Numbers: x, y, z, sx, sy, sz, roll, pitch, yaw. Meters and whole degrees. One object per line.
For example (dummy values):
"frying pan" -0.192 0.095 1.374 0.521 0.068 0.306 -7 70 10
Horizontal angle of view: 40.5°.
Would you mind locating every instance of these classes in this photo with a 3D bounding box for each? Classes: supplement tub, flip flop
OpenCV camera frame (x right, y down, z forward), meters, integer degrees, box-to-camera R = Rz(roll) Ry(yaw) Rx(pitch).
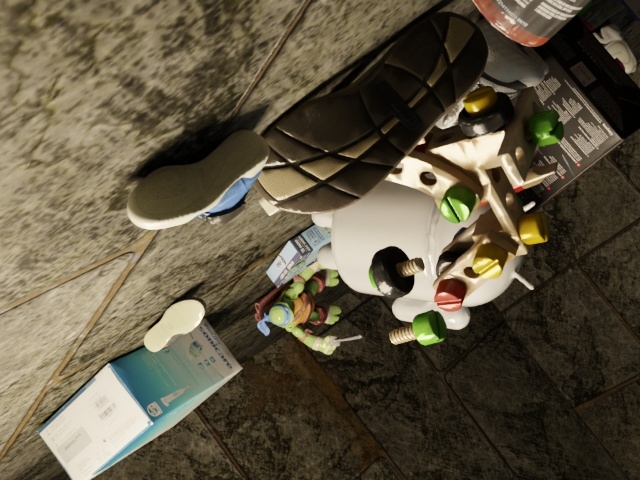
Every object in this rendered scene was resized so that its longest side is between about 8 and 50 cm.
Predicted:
"supplement tub" 0.226 -0.270 0.756 0.106 0.106 0.198 -28 169 -50
"flip flop" 0.050 -0.127 0.886 0.277 0.112 0.080 -42 -173 -6

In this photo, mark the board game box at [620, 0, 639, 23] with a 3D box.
"board game box" 0.659 -0.511 1.387 0.233 0.078 0.347 -30 170 -43

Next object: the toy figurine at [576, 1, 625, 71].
"toy figurine" 0.413 -0.271 1.401 0.173 0.159 0.130 -40 172 26

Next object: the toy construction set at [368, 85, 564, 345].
"toy construction set" 0.200 -0.065 0.995 0.237 0.257 0.309 -22 -178 36

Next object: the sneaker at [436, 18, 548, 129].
"sneaker" 0.201 -0.193 1.105 0.153 0.101 0.268 -43 173 22

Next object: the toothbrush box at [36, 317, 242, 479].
"toothbrush box" -0.308 0.277 1.529 0.216 0.126 0.295 -42 171 26

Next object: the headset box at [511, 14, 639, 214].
"headset box" 0.325 -0.179 1.328 0.110 0.218 0.293 -32 170 -34

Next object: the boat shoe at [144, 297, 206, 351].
"boat shoe" -0.217 0.124 1.327 0.137 0.049 0.043 -39 176 32

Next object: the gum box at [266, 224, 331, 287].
"gum box" 0.000 0.000 1.593 0.184 0.041 0.157 -34 172 -28

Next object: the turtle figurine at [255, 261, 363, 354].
"turtle figurine" 0.014 0.138 1.914 0.275 0.197 0.266 -36 177 15

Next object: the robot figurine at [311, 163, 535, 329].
"robot figurine" 0.158 -0.008 1.321 0.354 0.299 0.200 6 -154 35

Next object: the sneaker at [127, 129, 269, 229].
"sneaker" -0.113 -0.037 0.783 0.152 0.058 0.084 -40 167 -38

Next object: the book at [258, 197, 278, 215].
"book" -0.001 -0.089 1.090 0.144 0.035 0.096 -40 175 25

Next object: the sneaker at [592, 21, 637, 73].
"sneaker" 0.518 -0.314 1.795 0.292 0.118 0.110 -41 174 37
